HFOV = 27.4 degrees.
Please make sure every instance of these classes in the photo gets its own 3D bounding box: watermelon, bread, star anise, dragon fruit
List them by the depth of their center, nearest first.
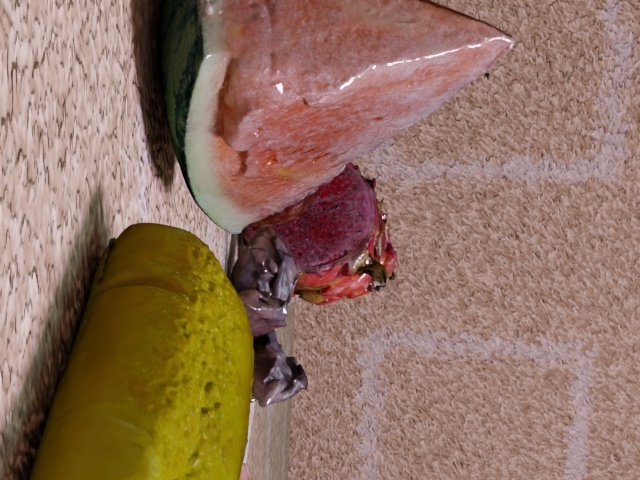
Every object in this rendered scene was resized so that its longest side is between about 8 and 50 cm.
[{"bbox_3d":[-0.104,0.143,0.787,0.383,0.112,0.166,-83,176,-56],"label":"bread"},{"bbox_3d":[-0.021,-0.192,1.101,0.250,0.293,0.283,63,-4,13],"label":"watermelon"},{"bbox_3d":[-0.073,0.106,1.664,0.257,0.111,0.198,-100,-169,-70],"label":"star anise"},{"bbox_3d":[0.000,0.000,1.848,0.282,0.211,0.147,44,-10,25],"label":"dragon fruit"}]

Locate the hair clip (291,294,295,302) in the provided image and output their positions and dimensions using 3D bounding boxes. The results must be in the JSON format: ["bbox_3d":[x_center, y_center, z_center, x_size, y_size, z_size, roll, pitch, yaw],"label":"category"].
[{"bbox_3d":[-0.058,-0.036,2.049,0.138,0.091,0.321,-100,-166,-88],"label":"hair clip"}]

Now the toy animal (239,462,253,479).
[{"bbox_3d":[-0.083,0.363,1.397,0.165,0.149,0.248,24,56,-72],"label":"toy animal"}]

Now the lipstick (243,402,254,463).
[{"bbox_3d":[-0.110,0.249,1.713,0.141,0.040,0.040,-84,176,-51],"label":"lipstick"}]

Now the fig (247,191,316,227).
[{"bbox_3d":[-0.043,-0.153,1.382,0.170,0.146,0.274,88,20,-72],"label":"fig"}]
